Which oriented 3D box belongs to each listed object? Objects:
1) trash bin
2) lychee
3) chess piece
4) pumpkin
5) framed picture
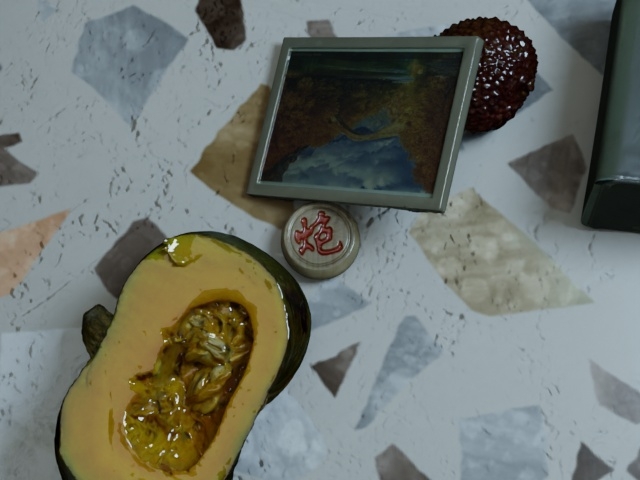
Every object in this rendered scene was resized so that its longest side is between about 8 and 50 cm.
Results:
[{"bbox_3d":[0.342,-0.140,1.431,0.122,0.164,0.240,7,74,6],"label":"trash bin"},{"bbox_3d":[0.160,-0.171,1.472,0.129,0.123,0.123,0,76,17],"label":"lychee"},{"bbox_3d":[0.000,0.000,1.484,0.083,0.038,0.084,-2,75,6],"label":"chess piece"},{"bbox_3d":[-0.154,0.137,1.415,0.222,0.139,0.317,26,82,7],"label":"pumpkin"},{"bbox_3d":[0.040,-0.124,1.457,0.250,0.016,0.184,7,79,38],"label":"framed picture"}]
